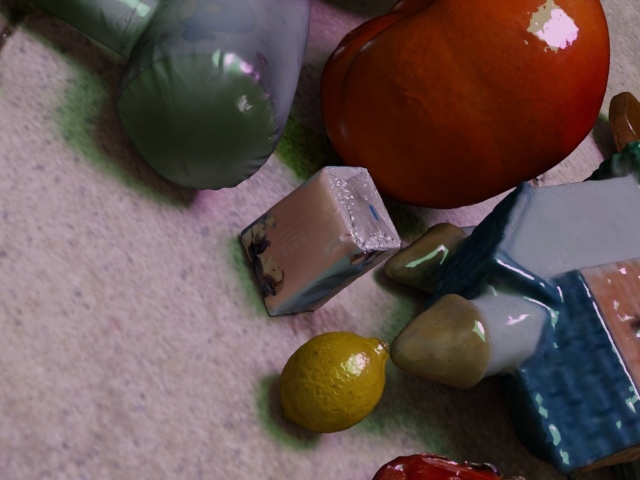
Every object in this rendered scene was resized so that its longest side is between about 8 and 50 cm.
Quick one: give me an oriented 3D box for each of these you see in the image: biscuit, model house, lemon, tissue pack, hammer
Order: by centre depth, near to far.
[{"bbox_3d":[0.009,0.090,0.801,0.062,0.083,0.062,53,-2,2],"label":"lemon"},{"bbox_3d":[-0.163,-0.181,0.849,0.335,0.119,0.206,30,36,-17],"label":"hammer"},{"bbox_3d":[0.000,0.000,0.858,0.059,0.094,0.074,3,56,-49],"label":"tissue pack"},{"bbox_3d":[0.160,0.080,0.927,0.325,0.194,0.267,-5,63,-35],"label":"model house"},{"bbox_3d":[0.392,-0.063,1.421,0.182,0.034,0.215,33,38,-36],"label":"biscuit"}]

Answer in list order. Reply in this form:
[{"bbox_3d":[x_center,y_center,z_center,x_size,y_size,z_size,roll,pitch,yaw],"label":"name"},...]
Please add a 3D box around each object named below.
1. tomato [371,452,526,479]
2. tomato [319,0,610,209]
[{"bbox_3d":[0.095,0.206,0.775,0.159,0.091,0.139,25,21,12],"label":"tomato"},{"bbox_3d":[0.124,-0.131,1.014,0.180,0.260,0.260,58,32,-12],"label":"tomato"}]
